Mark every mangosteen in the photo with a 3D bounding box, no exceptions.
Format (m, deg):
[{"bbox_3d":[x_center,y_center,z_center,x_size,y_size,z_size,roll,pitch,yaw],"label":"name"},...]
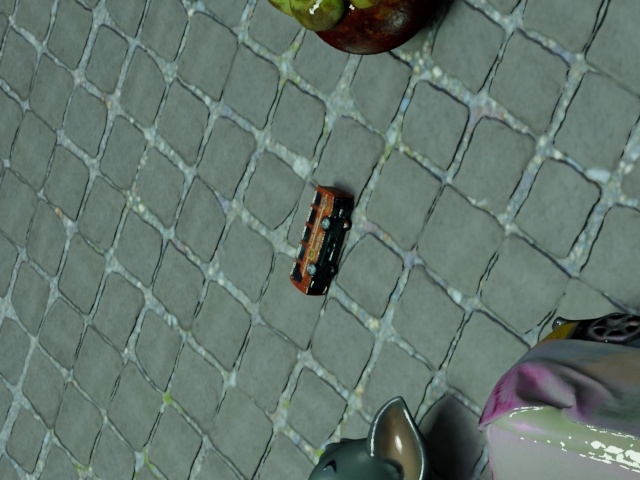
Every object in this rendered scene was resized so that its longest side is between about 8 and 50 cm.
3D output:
[{"bbox_3d":[0.027,-0.239,1.381,0.156,0.181,0.145,-32,88,38],"label":"mangosteen"}]

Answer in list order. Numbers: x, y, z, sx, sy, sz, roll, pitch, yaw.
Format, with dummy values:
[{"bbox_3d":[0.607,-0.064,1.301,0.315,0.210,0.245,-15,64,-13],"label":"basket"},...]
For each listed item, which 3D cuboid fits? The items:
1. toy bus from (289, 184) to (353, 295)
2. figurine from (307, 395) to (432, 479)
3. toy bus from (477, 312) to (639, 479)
[{"bbox_3d":[0.000,0.000,1.514,0.043,0.031,0.110,32,111,43],"label":"toy bus"},{"bbox_3d":[0.075,0.287,1.373,0.265,0.140,0.193,46,145,20],"label":"figurine"},{"bbox_3d":[0.289,0.164,1.108,0.386,0.162,0.171,7,115,46],"label":"toy bus"}]
